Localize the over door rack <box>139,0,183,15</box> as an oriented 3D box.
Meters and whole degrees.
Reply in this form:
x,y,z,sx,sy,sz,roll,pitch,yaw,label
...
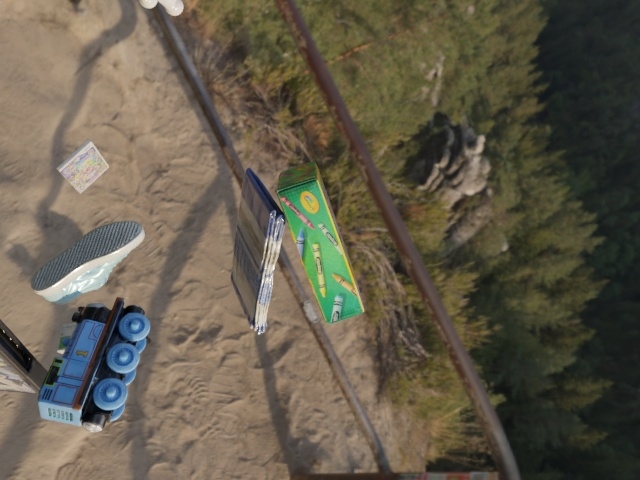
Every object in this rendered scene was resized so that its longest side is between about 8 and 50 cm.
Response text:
x,y,z,sx,sy,sz,roll,pitch,yaw,label
-0.187,-0.395,0.598,0.324,0.239,0.108,37,7,31,over door rack

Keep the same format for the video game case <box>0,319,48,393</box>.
x,y,z,sx,sy,sz,roll,pitch,yaw,label
-0.522,0.122,0.697,0.275,0.248,0.035,5,53,2,video game case

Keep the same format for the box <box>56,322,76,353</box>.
x,y,z,sx,sy,sz,roll,pitch,yaw,label
-0.722,0.306,1.680,0.102,0.101,0.087,60,25,-58,box

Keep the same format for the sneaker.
x,y,z,sx,sy,sz,roll,pitch,yaw,label
-0.709,0.072,1.742,0.366,0.150,0.135,-31,57,-10,sneaker

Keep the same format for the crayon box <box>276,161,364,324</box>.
x,y,z,sx,sy,sz,roll,pitch,yaw,label
0.000,0.000,1.073,0.165,0.081,0.278,-96,167,-72,crayon box

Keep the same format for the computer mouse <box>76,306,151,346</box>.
x,y,z,sx,sy,sz,roll,pitch,yaw,label
-0.534,0.235,1.401,0.184,0.262,0.060,36,82,-2,computer mouse

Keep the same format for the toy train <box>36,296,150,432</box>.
x,y,z,sx,sy,sz,roll,pitch,yaw,label
-0.300,0.161,0.742,0.105,0.080,0.184,18,51,-13,toy train

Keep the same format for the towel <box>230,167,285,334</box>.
x,y,z,sx,sy,sz,roll,pitch,yaw,label
-0.134,0.021,1.126,0.034,0.284,0.209,-2,31,-25,towel

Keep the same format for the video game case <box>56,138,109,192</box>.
x,y,z,sx,sy,sz,roll,pitch,yaw,label
-0.498,-0.154,1.163,0.011,0.122,0.087,39,74,8,video game case
